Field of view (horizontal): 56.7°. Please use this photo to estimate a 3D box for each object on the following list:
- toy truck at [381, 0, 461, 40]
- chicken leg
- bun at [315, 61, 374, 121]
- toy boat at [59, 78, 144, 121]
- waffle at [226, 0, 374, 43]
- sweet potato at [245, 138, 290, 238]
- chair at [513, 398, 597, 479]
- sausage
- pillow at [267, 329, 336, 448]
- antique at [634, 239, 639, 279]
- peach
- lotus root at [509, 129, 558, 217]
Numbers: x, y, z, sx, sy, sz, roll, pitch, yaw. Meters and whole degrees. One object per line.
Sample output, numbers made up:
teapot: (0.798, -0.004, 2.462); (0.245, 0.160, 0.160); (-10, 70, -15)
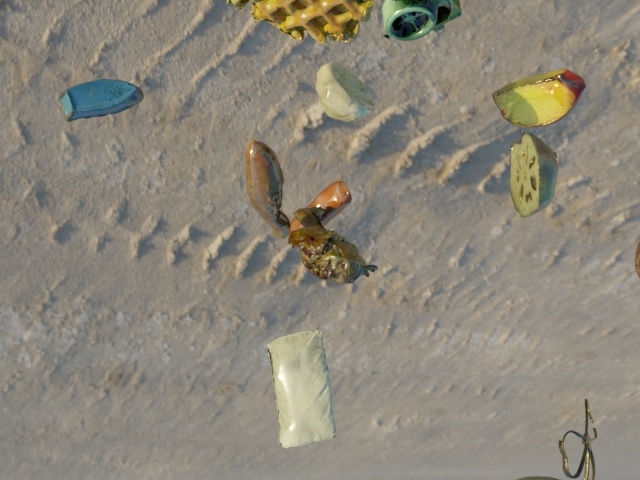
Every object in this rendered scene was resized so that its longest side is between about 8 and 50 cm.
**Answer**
toy truck: (0.053, -0.265, 0.436); (0.135, 0.128, 0.259); (-15, 158, 30)
chicken leg: (-0.009, 0.007, 1.690); (0.211, 0.361, 0.140); (20, 107, -42)
bun: (0.052, -0.361, 1.505); (0.183, 0.183, 0.102); (21, 129, -37)
toy boat: (-0.485, -0.316, 1.331); (0.185, 0.075, 0.077); (-22, 180, -27)
waffle: (-0.038, -0.463, 0.988); (0.302, 0.068, 0.325); (17, 155, 6)
sweet potato: (-0.139, -0.116, 1.595); (0.109, 0.109, 0.385); (-16, 141, -5)
chair: (0.363, 0.424, 0.954); (0.170, 0.325, 0.160); (-5, -172, 43)
sausage: (-0.004, -0.089, 1.932); (0.083, 0.089, 0.300); (4, 146, -47)
pillow: (-0.040, 0.305, 1.226); (0.128, 0.229, 0.051); (-13, 162, 16)
antique: (0.440, 0.027, 0.729); (0.104, 0.104, 0.104); (-12, 137, -11)
peach: (0.688, -0.436, 1.808); (0.267, 0.154, 0.159); (-10, 115, 43)
lotus root: (0.500, -0.153, 1.368); (0.078, 0.183, 0.203); (-6, 113, -1)
